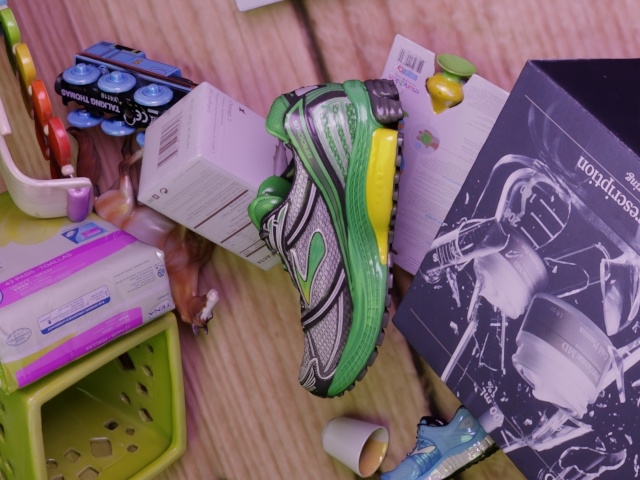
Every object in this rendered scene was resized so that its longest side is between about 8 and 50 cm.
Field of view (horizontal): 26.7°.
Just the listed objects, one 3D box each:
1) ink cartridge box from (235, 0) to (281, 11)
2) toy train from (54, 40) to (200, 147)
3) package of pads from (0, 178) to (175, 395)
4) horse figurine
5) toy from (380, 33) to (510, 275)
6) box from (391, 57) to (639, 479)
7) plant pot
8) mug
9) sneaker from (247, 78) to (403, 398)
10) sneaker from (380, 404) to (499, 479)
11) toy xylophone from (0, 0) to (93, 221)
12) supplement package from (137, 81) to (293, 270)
[{"bbox_3d":[0.005,-0.373,1.326,0.275,0.060,0.239,-9,106,33],"label":"ink cartridge box"},{"bbox_3d":[-0.207,-0.163,1.507,0.184,0.105,0.080,18,126,24],"label":"toy train"},{"bbox_3d":[-0.345,0.047,1.545,0.296,0.229,0.101,25,133,46],"label":"package of pads"},{"bbox_3d":[-0.195,-0.033,1.579,0.263,0.066,0.174,35,118,13],"label":"horse figurine"},{"bbox_3d":[0.109,-0.084,1.383,0.137,0.056,0.237,31,128,18],"label":"toy"},{"bbox_3d":[0.277,0.060,1.198,0.343,0.179,0.313,49,130,34],"label":"box"},{"bbox_3d":[-0.313,0.183,1.625,0.207,0.227,0.228,27,131,34],"label":"plant pot"},{"bbox_3d":[0.035,0.240,1.559,0.064,0.062,0.078,20,112,32],"label":"mug"},{"bbox_3d":[0.000,0.000,1.355,0.146,0.134,0.344,2,113,-1],"label":"sneaker"},{"bbox_3d":[0.128,0.233,1.511,0.162,0.063,0.073,-36,71,31],"label":"sneaker"},{"bbox_3d":[-0.342,-0.173,1.500,0.236,0.081,0.323,145,104,-74],"label":"toy xylophone"},{"bbox_3d":[-0.088,-0.065,1.425,0.179,0.105,0.105,30,133,-33],"label":"supplement package"}]
